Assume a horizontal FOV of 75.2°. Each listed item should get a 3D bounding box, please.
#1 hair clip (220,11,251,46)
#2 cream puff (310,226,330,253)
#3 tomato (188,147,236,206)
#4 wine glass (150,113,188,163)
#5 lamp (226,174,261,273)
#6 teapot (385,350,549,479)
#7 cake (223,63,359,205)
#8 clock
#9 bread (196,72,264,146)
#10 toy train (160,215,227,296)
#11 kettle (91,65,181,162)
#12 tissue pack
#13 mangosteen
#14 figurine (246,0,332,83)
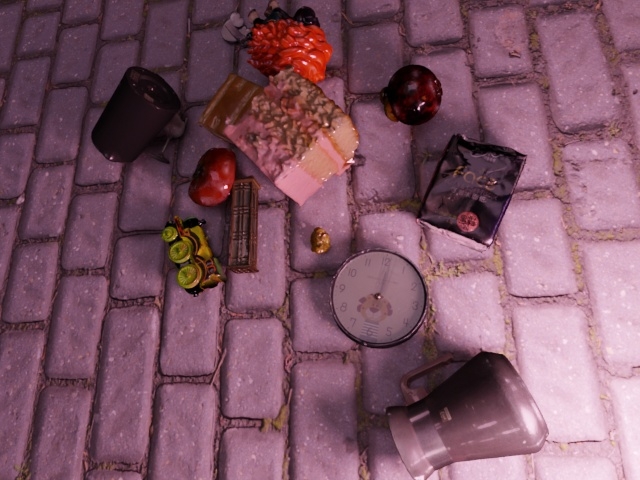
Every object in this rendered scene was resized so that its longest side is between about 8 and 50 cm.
[{"bbox_3d":[-0.349,-0.856,1.699,0.116,0.049,0.172,-35,67,-5],"label":"hair clip"},{"bbox_3d":[0.000,0.000,1.367,0.058,0.083,0.083,-7,52,-33],"label":"cream puff"},{"bbox_3d":[-0.390,-0.224,1.441,0.227,0.101,0.228,-23,56,40],"label":"tomato"},{"bbox_3d":[-0.574,-0.397,1.587,0.079,0.079,0.196,16,79,15],"label":"wine glass"},{"bbox_3d":[-0.258,-0.054,1.416,0.089,0.090,0.326,-4,74,10],"label":"lamp"},{"bbox_3d":[0.357,0.440,1.078,0.343,0.253,0.300,-27,37,7],"label":"teapot"},{"bbox_3d":[-0.077,-0.324,1.360,0.307,0.293,0.314,-44,66,2],"label":"cake"},{"bbox_3d":[0.177,0.173,1.274,0.312,0.061,0.313,-3,73,11],"label":"clock"},{"bbox_3d":[-0.291,-0.463,1.533,0.239,0.111,0.246,30,82,19],"label":"bread"},{"bbox_3d":[-0.434,0.043,1.418,0.160,0.100,0.296,-26,69,-5],"label":"toy train"},{"bbox_3d":[-0.693,-0.469,1.523,0.308,0.203,0.262,-38,68,27],"label":"kettle"},{"bbox_3d":[0.460,-0.156,1.284,0.244,0.123,0.333,24,79,15],"label":"tissue pack"},{"bbox_3d":[0.300,-0.475,1.378,0.209,0.210,0.210,-3,73,10],"label":"mangosteen"},{"bbox_3d":[-0.120,-0.742,1.546,0.305,0.241,0.412,1,53,-13],"label":"figurine"}]
